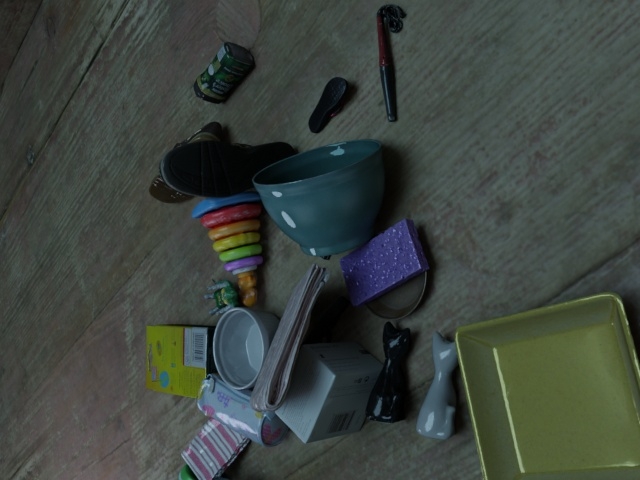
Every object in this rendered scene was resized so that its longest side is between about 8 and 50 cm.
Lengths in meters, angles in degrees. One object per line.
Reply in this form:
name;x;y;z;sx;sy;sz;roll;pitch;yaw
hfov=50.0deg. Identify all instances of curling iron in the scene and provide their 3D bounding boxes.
curling iron;0.156;-0.405;1.551;0.068;0.035;0.274;-2;85;45

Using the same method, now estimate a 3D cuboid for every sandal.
sandal;0.025;-0.332;1.680;0.179;0.040;0.067;-51;48;47
sandal;-0.004;0.242;1.630;0.054;0.097;0.254;40;118;9

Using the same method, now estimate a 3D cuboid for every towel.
towel;-0.073;0.230;1.529;0.332;0.053;0.317;123;169;-73
towel;-0.284;0.552;1.864;0.197;0.029;0.144;-50;49;-5

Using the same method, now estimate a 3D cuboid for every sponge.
sponge;0.134;0.052;1.493;0.210;0.031;0.117;-34;64;39

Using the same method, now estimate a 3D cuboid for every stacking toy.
stacking toy;-0.214;0.029;1.822;0.175;0.165;0.302;-19;84;59

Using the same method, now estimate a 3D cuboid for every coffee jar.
coffee jar;-0.278;-0.469;1.942;0.184;0.096;0.079;-40;58;36

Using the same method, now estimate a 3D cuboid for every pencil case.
pencil case;-0.202;0.434;1.781;0.273;0.113;0.124;16;119;41

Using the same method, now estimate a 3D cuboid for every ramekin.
ramekin;-0.175;0.275;1.777;0.207;0.109;0.207;-3;85;44

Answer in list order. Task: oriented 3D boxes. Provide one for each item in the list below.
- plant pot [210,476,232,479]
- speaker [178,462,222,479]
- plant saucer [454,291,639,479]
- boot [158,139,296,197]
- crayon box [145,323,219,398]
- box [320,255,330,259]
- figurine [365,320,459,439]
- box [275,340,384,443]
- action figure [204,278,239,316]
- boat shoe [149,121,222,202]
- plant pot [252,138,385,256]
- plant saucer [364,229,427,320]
plant pot;-0.246;0.721;1.733;0.290;0.290;0.195;-9;44;44
speaker;-0.374;0.766;1.926;0.131;0.131;0.297;37;112;40
plant saucer;0.422;0.284;1.208;0.332;0.081;0.333;-22;72;42
boot;-0.282;-0.178;1.745;0.284;0.377;0.138;-1;101;50
crayon box;-0.397;0.347;2.010;0.318;0.081;0.202;-3;85;44
box;0.000;0.000;1.687;0.083;0.018;0.067;34;110;41
figurine;0.202;0.286;1.426;0.214;0.092;0.210;5;86;44
box;0.024;0.332;1.525;0.119;0.181;0.182;36;111;39
action figure;-0.264;0.156;1.850;0.232;0.063;0.137;-32;76;66
boat shoe;-0.396;-0.234;2.047;0.342;0.123;0.123;-41;30;41
plant pot;0.016;-0.085;1.525;0.293;0.293;0.196;3;116;45
plant saucer;0.161;0.076;1.511;0.198;0.036;0.199;-5;83;44
